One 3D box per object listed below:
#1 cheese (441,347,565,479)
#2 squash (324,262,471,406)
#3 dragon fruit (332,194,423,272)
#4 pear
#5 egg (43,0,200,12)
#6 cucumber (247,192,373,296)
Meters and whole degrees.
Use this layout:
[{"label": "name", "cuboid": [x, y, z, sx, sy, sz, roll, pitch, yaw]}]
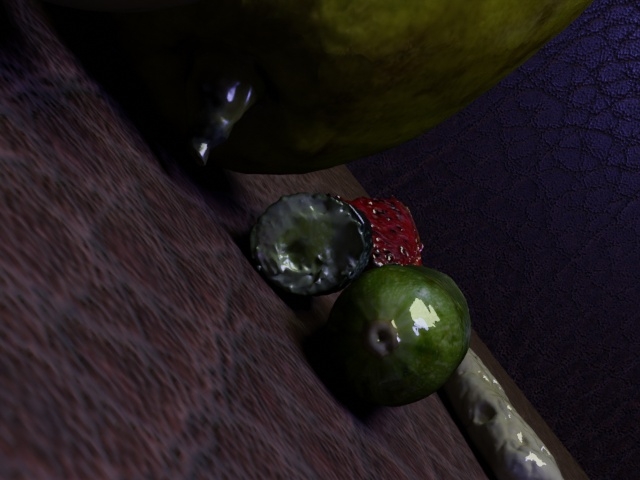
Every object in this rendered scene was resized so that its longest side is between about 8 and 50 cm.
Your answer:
[{"label": "cheese", "cuboid": [0.127, 0.132, 0.959, 0.065, 0.043, 0.194, 51, 5, -26]}, {"label": "squash", "cuboid": [0.043, 0.046, 0.656, 0.069, 0.069, 0.239, 52, 5, 5]}, {"label": "dragon fruit", "cuboid": [0.053, 0.021, 1.124, 0.097, 0.063, 0.131, 4, 38, -37]}, {"label": "pear", "cuboid": [0.010, -0.175, 0.667, 0.287, 0.375, 0.287, 18, -35, 13]}, {"label": "egg", "cuboid": [-0.081, -0.180, 0.445, 0.242, 0.186, 0.186, 43, -3, 43]}, {"label": "cucumber", "cuboid": [0.000, 0.000, 0.703, 0.058, 0.052, 0.215, 17, 2, 2]}]
